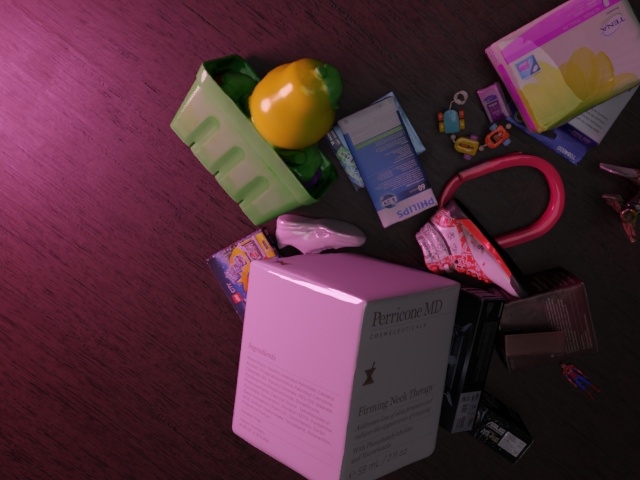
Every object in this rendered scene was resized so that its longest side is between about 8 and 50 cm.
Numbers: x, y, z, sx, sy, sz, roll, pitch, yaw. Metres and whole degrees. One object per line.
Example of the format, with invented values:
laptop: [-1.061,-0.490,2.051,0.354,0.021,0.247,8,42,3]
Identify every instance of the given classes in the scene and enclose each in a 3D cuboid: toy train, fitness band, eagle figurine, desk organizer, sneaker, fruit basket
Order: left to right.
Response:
fruit basket: [-0.086,-0.257,1.472,0.391,0.283,0.392,4,110,12]
sneaker: [0.000,0.000,1.631,0.212,0.080,0.094,10,112,8]
sneaker: [0.331,0.049,1.552,0.145,0.090,0.270,-43,75,21]
toy train: [0.345,-0.258,1.576,0.166,0.046,0.125,41,111,-8]
fitness band: [0.416,-0.087,1.611,0.290,0.054,0.209,-17,102,5]
desk organizer: [0.455,0.217,1.491,0.130,0.047,0.050,-4,98,3]
eagle figurine: [0.789,-0.121,1.516,0.298,0.226,0.225,-36,134,23]

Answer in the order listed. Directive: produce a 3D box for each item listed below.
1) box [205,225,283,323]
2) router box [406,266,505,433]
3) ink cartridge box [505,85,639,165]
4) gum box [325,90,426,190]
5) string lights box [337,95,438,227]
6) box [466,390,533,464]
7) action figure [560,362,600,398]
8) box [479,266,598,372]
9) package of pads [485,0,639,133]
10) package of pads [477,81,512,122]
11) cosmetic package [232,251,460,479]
box: [-0.144,0.105,1.652,0.159,0.044,0.233,-28,98,14]
router box: [0.268,0.239,1.576,0.081,0.243,0.309,3,103,-38]
ink cartridge box: [0.561,-0.317,1.566,0.223,0.045,0.224,31,99,-4]
gum box: [0.123,-0.227,1.596,0.184,0.041,0.157,-30,99,7]
string lights box: [0.149,-0.174,1.546,0.133,0.077,0.260,-23,100,6]
box: [0.396,0.422,1.649,0.180,0.147,0.078,35,99,-4]
action figure: [0.627,0.336,1.689,0.115,0.030,0.038,40,104,-3]
box: [0.496,0.178,1.592,0.203,0.168,0.167,-14,99,4]
package of pads: [0.538,-0.384,1.481,0.296,0.101,0.229,-29,95,6]
package of pads: [0.394,-0.311,1.572,0.050,0.032,0.083,-19,101,38]
cosmetic package: [0.050,0.253,1.479,0.327,0.329,0.394,17,104,42]
